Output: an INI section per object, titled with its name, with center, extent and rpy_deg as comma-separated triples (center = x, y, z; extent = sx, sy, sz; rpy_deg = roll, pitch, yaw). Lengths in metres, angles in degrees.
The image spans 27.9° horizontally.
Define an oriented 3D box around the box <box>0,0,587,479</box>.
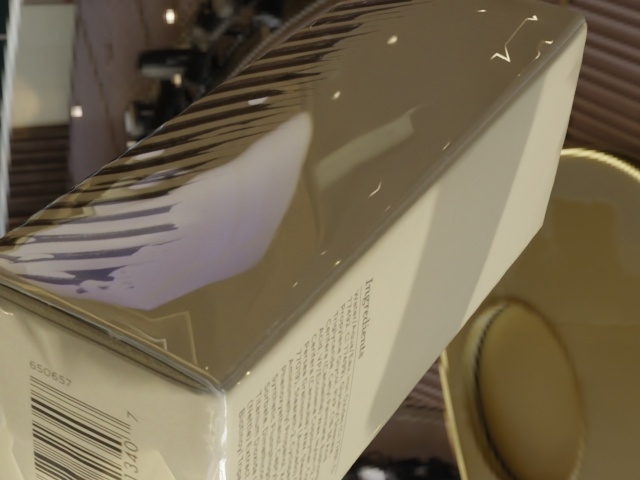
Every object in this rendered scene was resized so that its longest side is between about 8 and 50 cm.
[box]
center = 0.000, 0.000, 0.469
extent = 0.094, 0.275, 0.113
rpy_deg = 22, -52, 21
